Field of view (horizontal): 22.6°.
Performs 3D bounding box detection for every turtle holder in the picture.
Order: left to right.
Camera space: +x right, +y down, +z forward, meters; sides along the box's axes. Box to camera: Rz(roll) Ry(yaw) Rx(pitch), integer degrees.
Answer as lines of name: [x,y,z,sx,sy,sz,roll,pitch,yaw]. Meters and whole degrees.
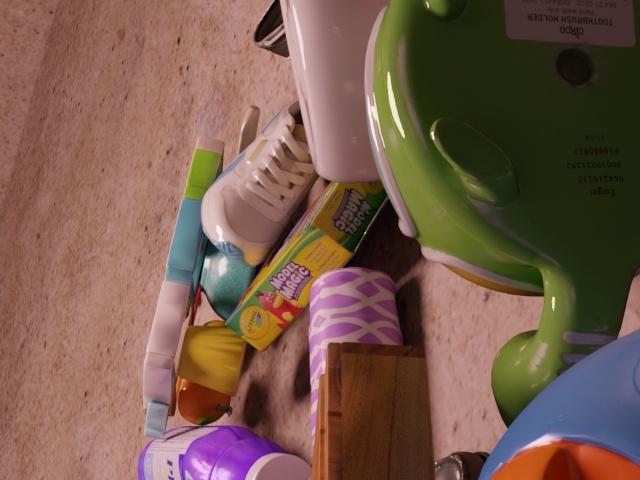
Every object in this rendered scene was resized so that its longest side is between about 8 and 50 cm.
turtle holder: [0.158,-0.057,1.058,0.320,0.243,0.227,59,161,9]

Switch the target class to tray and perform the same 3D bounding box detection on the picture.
tray: [0.021,0.293,1.099,0.203,0.076,0.411,-89,2,-55]

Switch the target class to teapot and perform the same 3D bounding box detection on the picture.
teapot: [0.067,-0.175,1.354,0.252,0.187,0.256,88,171,-74]

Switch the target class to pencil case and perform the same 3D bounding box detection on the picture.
pencil case: [0.032,0.125,1.386,0.088,0.086,0.206,92,179,-59]

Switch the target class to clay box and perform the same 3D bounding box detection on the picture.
clay box: [0.000,0.000,1.496,0.222,0.053,0.127,-50,5,47]

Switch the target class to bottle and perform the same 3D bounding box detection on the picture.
bottle: [-0.090,0.240,1.559,0.283,0.092,0.118,-13,99,64]

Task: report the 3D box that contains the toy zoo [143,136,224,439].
toy zoo: [-0.145,0.062,1.657,0.192,0.030,0.293,103,179,-70]

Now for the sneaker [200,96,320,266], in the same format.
sneaker: [-0.045,-0.068,1.577,0.092,0.087,0.228,-46,12,45]

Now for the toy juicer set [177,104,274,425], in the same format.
toy juicer set: [-0.080,0.048,1.704,0.209,0.089,0.329,102,179,-57]

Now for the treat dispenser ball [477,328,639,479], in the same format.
treat dispenser ball: [0.198,0.173,0.707,0.288,0.288,0.288,-44,39,51]

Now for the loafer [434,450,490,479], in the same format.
loafer: [0.049,0.262,1.257,0.267,0.084,0.096,-60,28,34]

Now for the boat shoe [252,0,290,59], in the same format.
boat shoe: [-0.004,-0.269,1.694,0.219,0.070,0.077,-52,33,44]
